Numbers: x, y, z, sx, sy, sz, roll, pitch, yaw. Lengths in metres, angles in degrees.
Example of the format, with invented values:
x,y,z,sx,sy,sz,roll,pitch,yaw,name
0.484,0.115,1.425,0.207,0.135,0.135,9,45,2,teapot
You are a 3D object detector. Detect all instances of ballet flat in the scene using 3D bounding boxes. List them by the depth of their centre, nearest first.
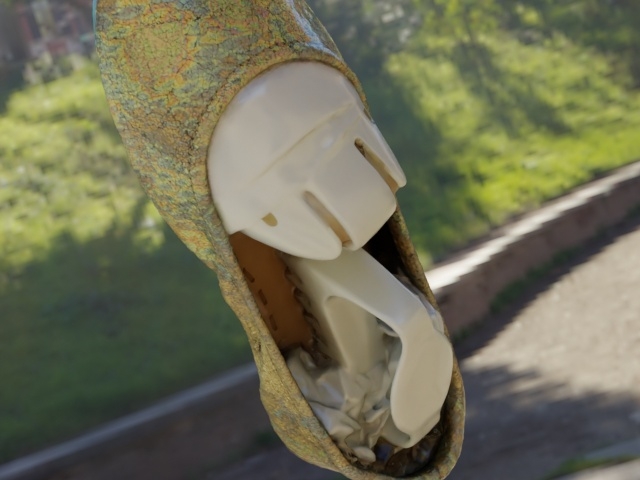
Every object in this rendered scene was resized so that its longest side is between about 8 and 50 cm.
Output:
x,y,z,sx,sy,sz,roll,pitch,yaw,name
0.000,0.000,0.780,0.123,0.348,0.123,-12,41,10,ballet flat
